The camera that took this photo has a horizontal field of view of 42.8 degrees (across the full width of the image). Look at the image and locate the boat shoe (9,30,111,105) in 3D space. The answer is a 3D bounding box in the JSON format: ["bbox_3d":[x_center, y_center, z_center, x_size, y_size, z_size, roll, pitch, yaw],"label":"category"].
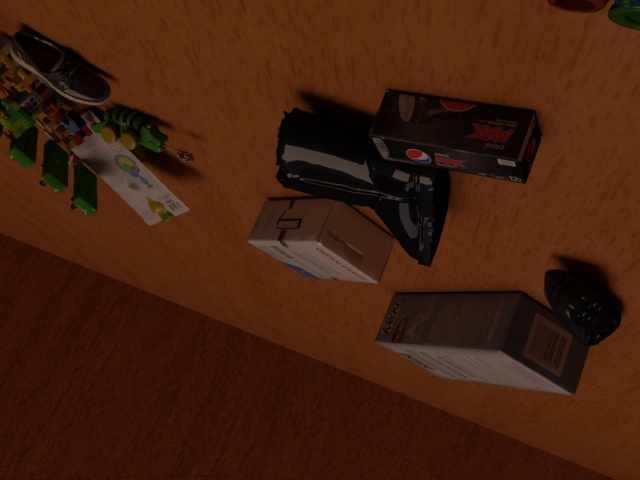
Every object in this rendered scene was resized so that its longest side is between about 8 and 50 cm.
[{"bbox_3d":[-0.368,-0.242,1.150,0.152,0.056,0.049,27,169,-12],"label":"boat shoe"}]

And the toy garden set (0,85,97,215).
[{"bbox_3d":[-0.487,-0.164,1.387,0.244,0.049,0.204,44,-164,-38],"label":"toy garden set"}]

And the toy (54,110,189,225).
[{"bbox_3d":[-0.335,-0.133,1.425,0.136,0.056,0.237,-15,123,46],"label":"toy"}]

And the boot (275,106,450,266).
[{"bbox_3d":[0.056,-0.068,1.038,0.207,0.094,0.246,15,156,16],"label":"boot"}]

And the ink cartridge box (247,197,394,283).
[{"bbox_3d":[0.000,0.000,1.357,0.148,0.086,0.203,34,160,-34],"label":"ink cartridge box"}]

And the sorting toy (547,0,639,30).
[{"bbox_3d":[0.212,-0.182,0.577,0.101,0.042,0.061,13,180,-5],"label":"sorting toy"}]

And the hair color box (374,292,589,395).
[{"bbox_3d":[0.285,0.184,1.503,0.185,0.114,0.374,31,162,-24],"label":"hair color box"}]

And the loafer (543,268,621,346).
[{"bbox_3d":[0.379,0.095,1.184,0.223,0.076,0.078,34,-162,-54],"label":"loafer"}]

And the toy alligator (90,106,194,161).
[{"bbox_3d":[-0.277,-0.171,1.268,0.189,0.056,0.051,18,123,18],"label":"toy alligator"}]

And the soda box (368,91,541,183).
[{"bbox_3d":[0.140,-0.109,0.857,0.168,0.060,0.053,14,163,28],"label":"soda box"}]

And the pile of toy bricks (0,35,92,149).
[{"bbox_3d":[-0.451,-0.199,1.257,0.118,0.105,0.212,41,169,22],"label":"pile of toy bricks"}]
